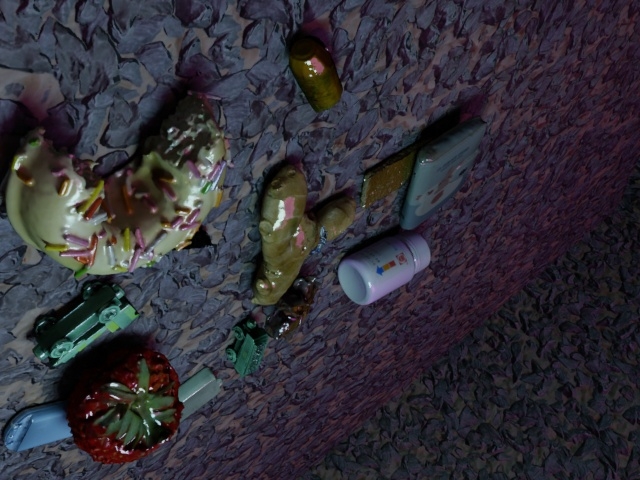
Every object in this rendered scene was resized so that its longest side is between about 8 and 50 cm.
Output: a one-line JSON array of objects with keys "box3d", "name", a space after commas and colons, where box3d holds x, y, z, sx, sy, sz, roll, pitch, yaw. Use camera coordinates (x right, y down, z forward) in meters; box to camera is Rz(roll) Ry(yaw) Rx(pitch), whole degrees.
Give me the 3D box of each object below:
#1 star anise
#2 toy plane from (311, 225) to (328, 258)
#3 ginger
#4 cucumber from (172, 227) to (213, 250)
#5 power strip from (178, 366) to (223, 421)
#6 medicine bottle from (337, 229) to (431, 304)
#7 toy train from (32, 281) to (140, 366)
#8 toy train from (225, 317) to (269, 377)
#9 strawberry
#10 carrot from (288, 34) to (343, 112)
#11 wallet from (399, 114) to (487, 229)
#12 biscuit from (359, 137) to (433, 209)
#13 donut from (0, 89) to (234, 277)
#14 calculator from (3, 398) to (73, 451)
[{"box3d": [-0.080, 0.178, 1.940, 0.214, 0.099, 0.220, -45, 163, -39], "name": "star anise"}, {"box3d": [0.002, 0.002, 1.679, 0.078, 0.024, 0.084, -51, 166, -54], "name": "toy plane"}, {"box3d": [-0.081, 0.013, 1.690, 0.348, 0.122, 0.363, -56, 162, 6], "name": "ginger"}, {"box3d": [-0.283, -0.001, 1.466, 0.053, 0.053, 0.181, -54, 154, 20], "name": "cucumber"}, {"box3d": [-0.384, 0.448, 1.978, 0.270, 0.046, 0.118, -36, 155, -17], "name": "power strip"}, {"box3d": [0.186, 0.073, 2.112, 0.255, 0.152, 0.152, -26, 149, -33], "name": "medicine bottle"}, {"box3d": [-0.459, 0.167, 1.430, 0.200, 0.083, 0.132, -37, 156, -11], "name": "toy train"}, {"box3d": [-0.192, 0.285, 1.949, 0.070, 0.099, 0.172, -19, 144, -41], "name": "toy train"}, {"box3d": [-0.438, 0.370, 1.615, 0.261, 0.261, 0.258, -15, 179, -45], "name": "strawberry"}, {"box3d": [-0.006, -0.308, 1.369, 0.082, 0.082, 0.173, -43, 150, -2], "name": "carrot"}, {"box3d": [0.328, -0.188, 1.990, 0.252, 0.083, 0.360, -37, 161, -20], "name": "wallet"}, {"box3d": [0.196, -0.177, 1.900, 0.237, 0.026, 0.131, -33, 153, -25], "name": "biscuit"}, {"box3d": [-0.316, -0.076, 1.196, 0.371, 0.150, 0.307, -22, 147, -38], "name": "donut"}, {"box3d": [-0.598, 0.406, 1.627, 0.210, 0.039, 0.121, -4, 135, -53], "name": "calculator"}]
